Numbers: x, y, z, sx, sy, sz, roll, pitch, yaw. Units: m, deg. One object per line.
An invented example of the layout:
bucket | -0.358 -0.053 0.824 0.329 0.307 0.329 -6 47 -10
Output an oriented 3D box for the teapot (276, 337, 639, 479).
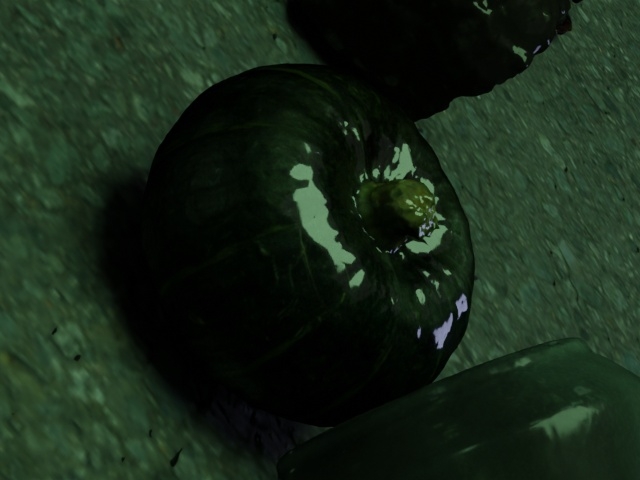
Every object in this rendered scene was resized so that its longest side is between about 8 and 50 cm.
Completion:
teapot | 0.085 0.171 0.733 0.203 0.171 0.225 88 -19 -78

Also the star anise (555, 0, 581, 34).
star anise | 0.210 -0.223 1.540 0.097 0.070 0.191 27 28 2

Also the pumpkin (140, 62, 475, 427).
pumpkin | -0.003 0.001 0.798 0.167 0.125 0.167 43 21 -21

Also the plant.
plant | 0.033 -0.213 1.099 0.274 0.146 0.149 51 28 -11
